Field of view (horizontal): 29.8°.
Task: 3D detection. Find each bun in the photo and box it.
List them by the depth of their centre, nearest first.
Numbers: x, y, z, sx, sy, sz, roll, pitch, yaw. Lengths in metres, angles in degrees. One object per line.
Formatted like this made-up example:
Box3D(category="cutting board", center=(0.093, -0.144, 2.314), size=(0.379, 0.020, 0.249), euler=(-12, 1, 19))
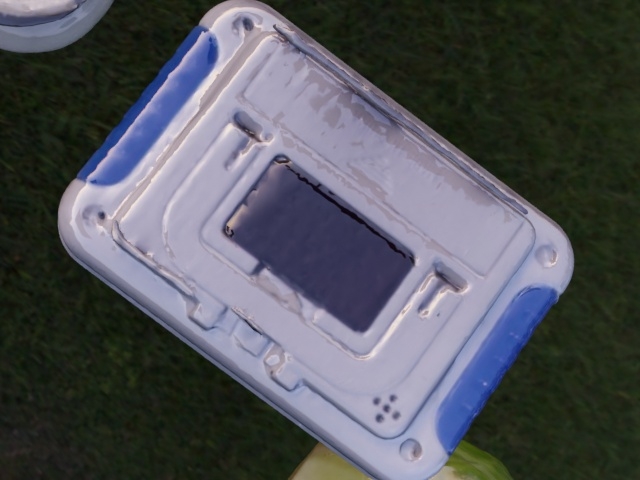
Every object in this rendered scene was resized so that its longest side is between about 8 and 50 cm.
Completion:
Box3D(category="bun", center=(-0.269, -0.251, 1.115), size=(0.173, 0.120, 0.172), euler=(2, 75, -8))

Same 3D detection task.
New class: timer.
Box3D(category="timer", center=(0.000, 0.000, 0.661), size=(0.253, 0.078, 0.178), euler=(36, 79, -3))

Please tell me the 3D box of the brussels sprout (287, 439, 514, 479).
Box3D(category="brussels sprout", center=(0.082, 0.272, 1.137), size=(0.244, 0.244, 0.244), euler=(-13, 113, -32))
